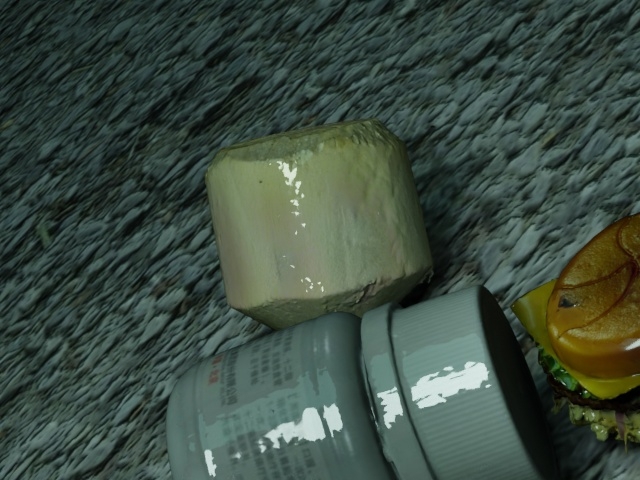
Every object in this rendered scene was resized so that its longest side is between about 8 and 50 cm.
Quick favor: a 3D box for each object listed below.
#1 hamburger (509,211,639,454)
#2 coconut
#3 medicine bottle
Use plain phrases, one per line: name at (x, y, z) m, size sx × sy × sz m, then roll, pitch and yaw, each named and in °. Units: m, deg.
hamburger at (0.313, 0.075, 1.777) m, size 0.262 × 0.138 × 0.243 m, roll -35°, pitch 31°, yaw 1°
coconut at (0.000, 0.000, 2.119) m, size 0.239 × 0.244 × 0.239 m, roll -11°, pitch 6°, yaw 1°
medicine bottle at (0.040, 0.183, 1.790) m, size 0.306 × 0.245 × 0.245 m, roll -20°, pitch 32°, yaw 13°
